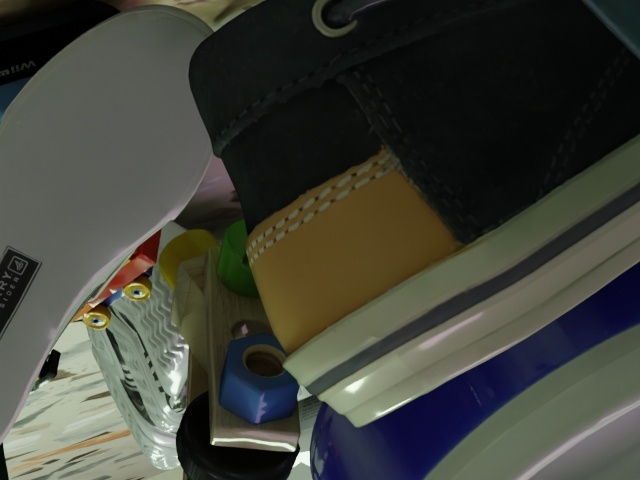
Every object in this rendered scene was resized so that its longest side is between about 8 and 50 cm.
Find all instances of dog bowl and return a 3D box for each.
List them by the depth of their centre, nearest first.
[{"bbox_3d":[0.132,0.093,0.864,0.265,0.104,0.265,-19,144,-15],"label":"dog bowl"}]

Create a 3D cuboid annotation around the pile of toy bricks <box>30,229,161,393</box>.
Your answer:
[{"bbox_3d":[-0.175,0.011,0.941,0.105,0.118,0.212,35,128,-29],"label":"pile of toy bricks"}]

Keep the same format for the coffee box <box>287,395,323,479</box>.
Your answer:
[{"bbox_3d":[0.040,0.118,1.484,0.098,0.141,0.246,-22,-151,18],"label":"coffee box"}]

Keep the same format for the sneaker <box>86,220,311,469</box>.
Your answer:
[{"bbox_3d":[-0.045,0.038,1.262,0.210,0.137,0.366,-27,166,-13],"label":"sneaker"}]

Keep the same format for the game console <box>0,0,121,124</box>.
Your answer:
[{"bbox_3d":[-0.242,-0.025,0.739,0.361,0.044,0.213,-18,171,-10],"label":"game console"}]

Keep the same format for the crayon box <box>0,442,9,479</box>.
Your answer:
[{"bbox_3d":[-0.326,0.114,0.838,0.318,0.081,0.202,-20,152,9],"label":"crayon box"}]

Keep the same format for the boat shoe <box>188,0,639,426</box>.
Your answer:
[{"bbox_3d":[0.151,-0.109,0.741,0.500,0.156,0.187,-31,176,-34],"label":"boat shoe"}]

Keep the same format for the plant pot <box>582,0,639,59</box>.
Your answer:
[{"bbox_3d":[0.176,-0.116,0.455,0.196,0.293,0.293,-47,169,2],"label":"plant pot"}]

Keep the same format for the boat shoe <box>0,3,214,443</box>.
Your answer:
[{"bbox_3d":[-0.112,-0.008,0.762,0.219,0.077,0.070,-53,-168,16],"label":"boat shoe"}]

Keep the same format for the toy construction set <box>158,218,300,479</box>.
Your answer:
[{"bbox_3d":[0.000,0.000,0.953,0.257,0.237,0.309,-26,146,-5],"label":"toy construction set"}]
